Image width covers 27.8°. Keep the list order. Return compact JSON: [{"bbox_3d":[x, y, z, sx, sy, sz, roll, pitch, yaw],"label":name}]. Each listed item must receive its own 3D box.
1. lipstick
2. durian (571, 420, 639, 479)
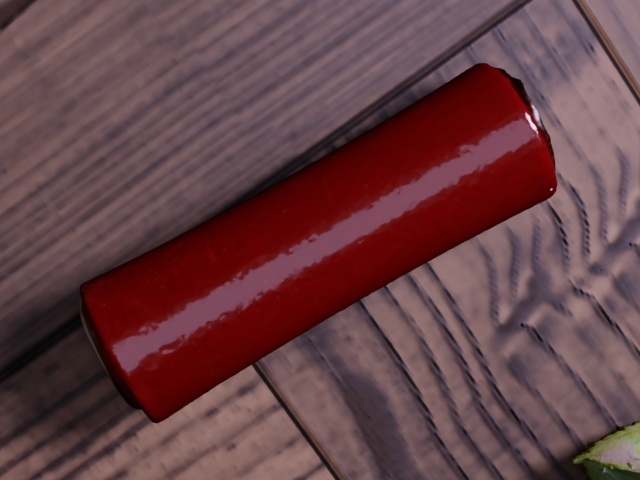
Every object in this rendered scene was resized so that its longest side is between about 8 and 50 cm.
[{"bbox_3d":[0.000,0.000,0.635,0.241,0.080,0.080,-29,99,-6],"label":"lipstick"},{"bbox_3d":[0.238,0.148,0.667,0.215,0.100,0.086,19,102,19],"label":"durian"}]
